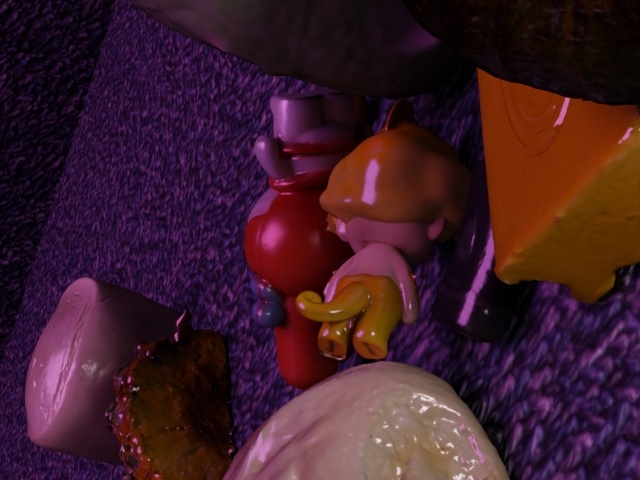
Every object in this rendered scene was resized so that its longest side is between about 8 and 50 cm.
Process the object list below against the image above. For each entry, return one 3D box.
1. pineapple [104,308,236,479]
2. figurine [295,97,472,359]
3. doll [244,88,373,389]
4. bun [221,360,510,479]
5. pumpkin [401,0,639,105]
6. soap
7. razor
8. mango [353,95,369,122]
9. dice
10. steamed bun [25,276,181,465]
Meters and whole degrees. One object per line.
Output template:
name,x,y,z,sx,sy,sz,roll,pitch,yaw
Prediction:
pineapple,-0.205,0.237,1.749,0.158,0.161,0.334,124,149,-47
figurine,0.058,-0.010,1.232,0.156,0.131,0.246,0,53,25
doll,0.000,0.000,1.364,0.130,0.161,0.290,10,107,50
bun,-0.001,0.274,1.139,0.364,0.202,0.364,-167,90,-72
pumpkin,0.200,-0.222,0.839,0.320,0.192,0.320,-15,51,20
soap,0.200,-0.141,1.030,0.204,0.096,0.324,128,149,-48
razor,0.139,0.007,1.148,0.090,0.054,0.148,-154,79,-69
mango,0.025,-0.127,1.542,0.060,0.046,0.089,-107,32,-53
dice,0.001,-0.339,1.352,0.322,0.318,0.330,-122,50,-62
steamed bun,-0.298,0.183,1.959,0.155,0.200,0.250,-17,55,51
